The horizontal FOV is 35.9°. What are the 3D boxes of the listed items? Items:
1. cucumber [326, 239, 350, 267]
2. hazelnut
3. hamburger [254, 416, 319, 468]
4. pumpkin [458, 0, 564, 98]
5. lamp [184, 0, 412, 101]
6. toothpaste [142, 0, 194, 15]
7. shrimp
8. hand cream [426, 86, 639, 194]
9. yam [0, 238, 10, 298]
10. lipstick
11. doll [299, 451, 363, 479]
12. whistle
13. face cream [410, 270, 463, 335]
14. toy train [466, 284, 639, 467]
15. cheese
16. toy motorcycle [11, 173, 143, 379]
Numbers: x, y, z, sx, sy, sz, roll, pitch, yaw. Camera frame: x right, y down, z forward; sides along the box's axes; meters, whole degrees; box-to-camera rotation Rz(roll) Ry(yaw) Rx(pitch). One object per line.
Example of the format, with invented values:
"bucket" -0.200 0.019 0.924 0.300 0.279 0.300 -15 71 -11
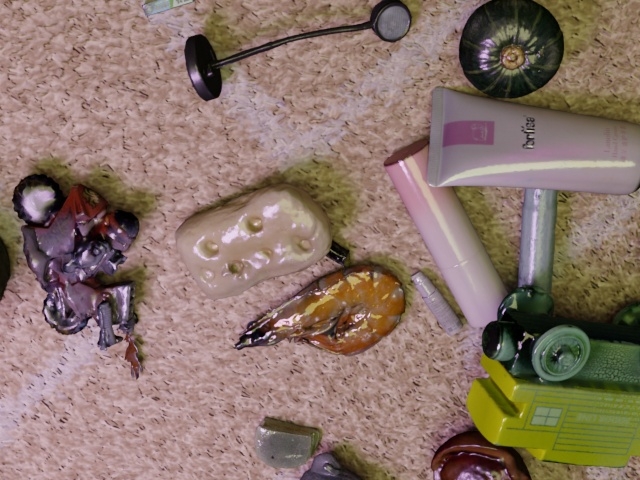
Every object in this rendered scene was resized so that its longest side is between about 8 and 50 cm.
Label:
"cucumber" -0.001 0.001 1.715 0.134 0.033 0.034 35 131 -4
"hazelnut" 0.287 0.434 1.765 0.170 0.160 0.202 -40 107 11
"hamburger" -0.066 0.378 1.807 0.121 0.054 0.084 10 103 -10
"pumpkin" 0.305 -0.307 1.583 0.167 0.125 0.167 1 105 2
"lamp" -0.044 -0.338 1.612 0.371 0.108 0.130 -25 125 -4
"toothpaste" -0.250 -0.389 1.618 0.083 0.017 0.020 -16 104 5
"shrimp" 0.003 0.148 1.741 0.316 0.062 0.164 -23 109 5
"hand cream" 0.357 -0.154 1.627 0.358 0.118 0.186 7 71 -2
"yam" -0.605 0.084 1.610 0.168 0.304 0.168 -3 112 -7
"lipstick" 0.220 -0.009 1.682 0.087 0.087 0.327 -28 103 7
"doll" -0.015 0.568 1.802 0.246 0.158 0.340 38 105 3
"whistle" 0.373 0.053 1.713 0.062 0.062 0.312 1 105 0
"face cream" 0.203 0.108 1.741 0.034 0.034 0.130 -35 103 9
"toy train" 0.452 0.242 1.671 0.442 0.179 0.272 9 110 -20
"cheese" -0.110 0.002 1.666 0.262 0.093 0.159 -22 110 19
"toy motorcycle" -0.385 0.073 1.686 0.207 0.134 0.401 -8 104 9
